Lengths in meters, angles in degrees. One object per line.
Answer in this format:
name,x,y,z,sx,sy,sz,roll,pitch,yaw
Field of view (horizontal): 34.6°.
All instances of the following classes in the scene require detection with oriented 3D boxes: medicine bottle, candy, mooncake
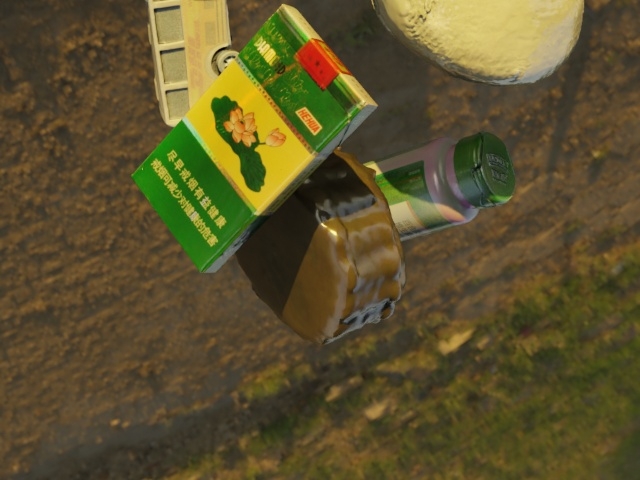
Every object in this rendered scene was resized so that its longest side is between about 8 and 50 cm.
medicine bottle,0.146,-0.073,1.521,0.274,0.133,0.133,-18,165,38
candy,0.193,-0.307,1.211,0.296,0.295,0.185,-11,155,-34
mooncake,0.000,0.000,1.160,0.124,0.228,0.228,-24,152,-31

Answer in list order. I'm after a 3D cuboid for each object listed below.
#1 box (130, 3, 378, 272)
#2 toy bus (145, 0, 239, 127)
box,-0.068,-0.093,0.973,0.235,0.132,0.034,-46,160,21
toy bus,-0.187,-0.332,1.465,0.138,0.097,0.342,-10,125,-10
